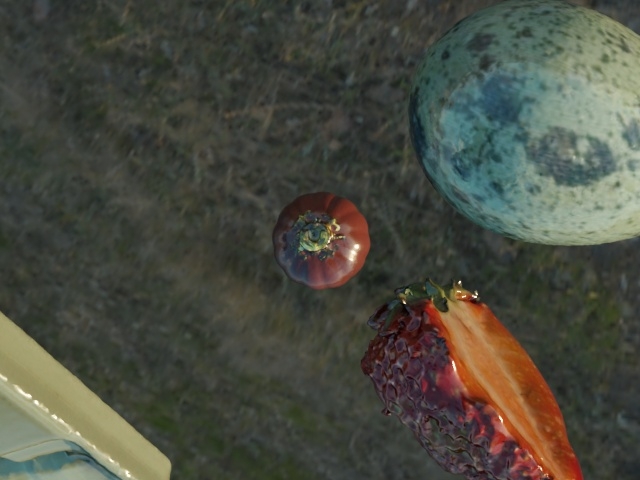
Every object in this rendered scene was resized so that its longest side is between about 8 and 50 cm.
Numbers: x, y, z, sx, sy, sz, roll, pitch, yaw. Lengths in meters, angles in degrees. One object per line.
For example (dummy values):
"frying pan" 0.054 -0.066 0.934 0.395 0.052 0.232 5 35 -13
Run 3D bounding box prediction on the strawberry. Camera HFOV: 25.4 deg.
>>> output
"strawberry" 0.128 0.137 1.190 0.098 0.174 0.228 -42 88 23

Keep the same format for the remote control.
"remote control" -0.187 0.051 0.605 0.123 0.038 0.285 -21 134 26

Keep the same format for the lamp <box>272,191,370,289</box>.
"lamp" 0.000 0.000 1.448 0.101 0.090 0.101 -1 84 7

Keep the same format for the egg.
"egg" 0.131 -0.061 0.777 0.172 0.132 0.132 20 131 10
